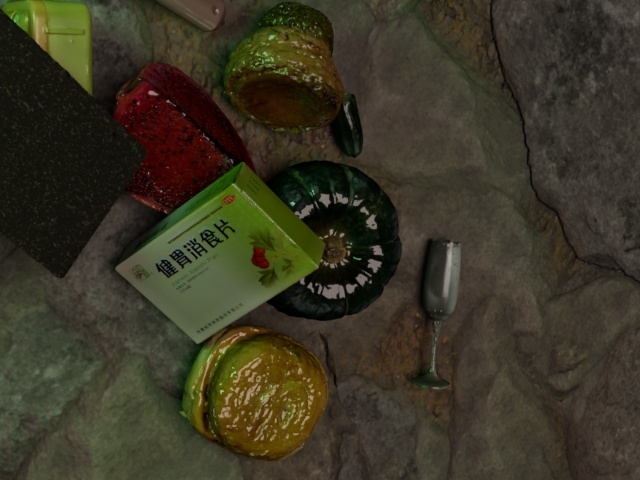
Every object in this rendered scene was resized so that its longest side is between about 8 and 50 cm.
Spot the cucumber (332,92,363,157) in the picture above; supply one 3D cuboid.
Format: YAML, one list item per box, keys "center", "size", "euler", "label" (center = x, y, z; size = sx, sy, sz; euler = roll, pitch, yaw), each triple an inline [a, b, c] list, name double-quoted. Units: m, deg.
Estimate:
- center: [0.044, -0.184, 1.773]
  size: [0.048, 0.048, 0.105]
  euler: [-24, 112, -23]
  label: "cucumber"

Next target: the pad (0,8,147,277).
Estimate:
- center: [-0.378, -0.127, 1.391]
  size: [0.330, 0.004, 0.220]
  euler: [47, 66, -38]
  label: "pad"

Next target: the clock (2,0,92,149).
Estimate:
- center: [-0.370, -0.217, 1.487]
  size: [0.096, 0.143, 0.202]
  euler: [-6, 101, -35]
  label: "clock"

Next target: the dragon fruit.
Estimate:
- center: [-0.205, -0.144, 1.596]
  size: [0.261, 0.163, 0.189]
  euler: [43, 49, -30]
  label: "dragon fruit"

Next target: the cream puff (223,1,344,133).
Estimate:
- center: [-0.042, -0.273, 1.664]
  size: [0.183, 0.183, 0.169]
  euler: [29, 59, -29]
  label: "cream puff"

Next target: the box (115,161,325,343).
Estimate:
- center: [-0.145, 0.023, 1.591]
  size: [0.175, 0.260, 0.062]
  euler: [45, 34, -19]
  label: "box"

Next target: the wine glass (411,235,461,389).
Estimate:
- center: [0.203, 0.119, 1.899]
  size: [0.074, 0.074, 0.262]
  euler: [2, 96, -29]
  label: "wine glass"

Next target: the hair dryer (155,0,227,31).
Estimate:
- center: [-0.256, -0.410, 1.549]
  size: [0.352, 0.125, 0.210]
  euler: [29, 83, -39]
  label: "hair dryer"

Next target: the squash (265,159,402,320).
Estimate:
- center: [0.000, 0.000, 1.711]
  size: [0.252, 0.165, 0.252]
  euler: [-5, 101, -25]
  label: "squash"

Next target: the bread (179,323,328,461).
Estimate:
- center: [-0.093, 0.239, 1.726]
  size: [0.236, 0.120, 0.198]
  euler: [29, 82, -30]
  label: "bread"
